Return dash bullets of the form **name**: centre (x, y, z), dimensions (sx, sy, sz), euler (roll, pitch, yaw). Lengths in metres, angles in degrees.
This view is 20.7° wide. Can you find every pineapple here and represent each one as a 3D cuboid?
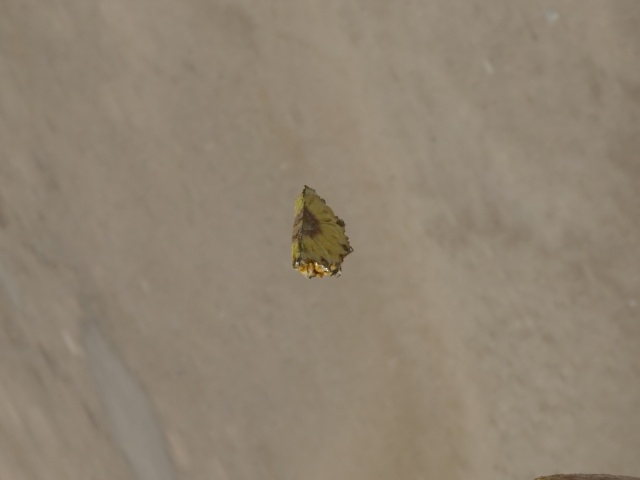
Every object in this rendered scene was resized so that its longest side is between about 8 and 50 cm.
- **pineapple**: centre (0.000, 0.000, 1.176), dimensions (0.019, 0.045, 0.083), euler (-48, 26, 31)

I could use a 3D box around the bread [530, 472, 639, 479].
- **bread**: centre (0.168, 0.198, 0.993), dimensions (0.260, 0.129, 0.134), euler (11, 83, 71)
